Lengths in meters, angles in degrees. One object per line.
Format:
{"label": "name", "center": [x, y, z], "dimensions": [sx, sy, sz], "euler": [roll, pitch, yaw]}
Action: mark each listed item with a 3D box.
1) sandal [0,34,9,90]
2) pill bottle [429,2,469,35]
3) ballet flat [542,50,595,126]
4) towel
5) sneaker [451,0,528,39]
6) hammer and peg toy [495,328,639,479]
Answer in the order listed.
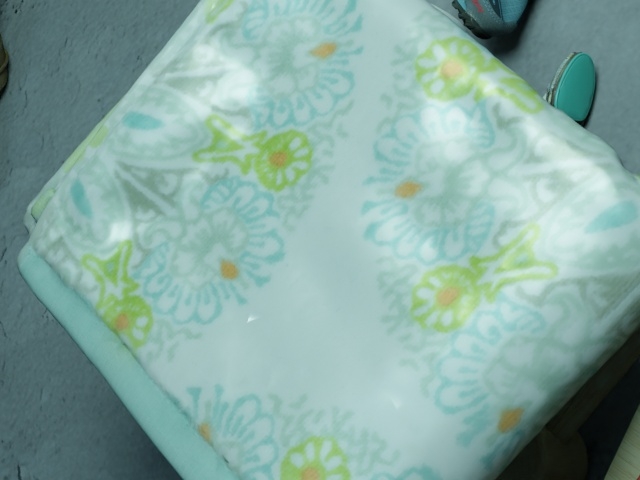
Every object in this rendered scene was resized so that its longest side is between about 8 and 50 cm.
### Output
{"label": "sandal", "center": [-0.371, -0.164, 1.458], "dimensions": [0.120, 0.086, 0.302], "euler": [-4, 85, 29]}
{"label": "pill bottle", "center": [0.004, -0.020, 1.057], "dimensions": [0.181, 0.181, 0.323], "euler": [12, 80, 38]}
{"label": "ballet flat", "center": [0.174, -0.085, 1.051], "dimensions": [0.041, 0.041, 0.114], "euler": [0, 72, 36]}
{"label": "towel", "center": [0.000, 0.000, 0.896], "dimensions": [0.320, 0.090, 0.374], "euler": [-49, 60, 7]}
{"label": "sneaker", "center": [0.178, -0.275, 1.078], "dimensions": [0.125, 0.104, 0.262], "euler": [15, 82, 37]}
{"label": "hammer and peg toy", "center": [0.230, 0.152, 0.820], "dimensions": [0.361, 0.127, 0.266], "euler": [38, 113, 44]}
